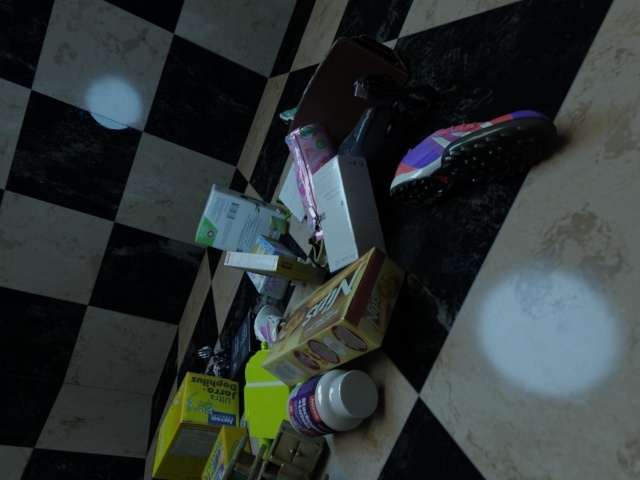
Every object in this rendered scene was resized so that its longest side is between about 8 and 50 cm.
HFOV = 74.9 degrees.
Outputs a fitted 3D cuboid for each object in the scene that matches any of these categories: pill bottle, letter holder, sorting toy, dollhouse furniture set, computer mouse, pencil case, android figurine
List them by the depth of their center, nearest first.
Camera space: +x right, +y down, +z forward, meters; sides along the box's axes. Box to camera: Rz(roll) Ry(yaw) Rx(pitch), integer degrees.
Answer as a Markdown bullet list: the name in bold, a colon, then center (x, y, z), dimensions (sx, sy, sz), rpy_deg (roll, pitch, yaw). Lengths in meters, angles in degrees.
- **dollhouse furniture set**: center (-0.076, 0.476, 0.767), dimensions (0.242, 0.212, 0.161), rpy_deg (-31, -36, -83)
- **pill bottle**: center (0.022, 0.305, 0.789), dimensions (0.193, 0.108, 0.108), rpy_deg (-44, 35, 49)
- **computer mouse**: center (0.123, -0.227, 0.925), dimensions (0.272, 0.188, 0.072), rpy_deg (121, 144, -51)
- **android figurine**: center (-0.107, 0.376, 0.996), dimensions (0.248, 0.056, 0.273), rpy_deg (-23, 67, 41)
- **pencil case**: center (-0.002, -0.143, 1.045), dimensions (0.124, 0.124, 0.284), rpy_deg (-22, 81, 62)
- **letter holder**: center (0.052, -0.382, 1.110), dimensions (0.302, 0.214, 0.152), rpy_deg (-55, 27, 35)
- **sorting toy**: center (-0.064, 0.096, 1.245), dimensions (0.075, 0.044, 0.083), rpy_deg (172, 114, -74)
- **dollhouse furniture set**: center (-0.138, -0.102, 1.523), dimensions (0.058, 0.076, 0.152), rpy_deg (-43, 35, 46)

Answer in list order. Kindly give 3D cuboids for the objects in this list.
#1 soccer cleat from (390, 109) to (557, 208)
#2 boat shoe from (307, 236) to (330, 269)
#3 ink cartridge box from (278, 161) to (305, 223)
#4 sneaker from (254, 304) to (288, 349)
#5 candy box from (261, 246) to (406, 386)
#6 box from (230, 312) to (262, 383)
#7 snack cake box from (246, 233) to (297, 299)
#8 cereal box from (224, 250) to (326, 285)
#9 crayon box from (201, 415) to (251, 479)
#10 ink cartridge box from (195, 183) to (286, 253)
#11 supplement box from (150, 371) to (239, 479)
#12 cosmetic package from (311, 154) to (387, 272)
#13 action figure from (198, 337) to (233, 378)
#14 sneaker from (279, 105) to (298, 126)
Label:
- **soccer cleat**: center (0.226, -0.148, 0.677), dimensions (0.318, 0.108, 0.117), rpy_deg (-24, 47, 64)
- **boat shoe**: center (0.000, 0.000, 1.123), dimensions (0.068, 0.072, 0.190), rpy_deg (-61, 24, 25)
- **ink cartridge box**: center (-0.046, -0.193, 1.400), dimensions (0.223, 0.045, 0.224), rpy_deg (-64, 35, 18)
- **sneaker**: center (-0.108, 0.255, 1.158), dimensions (0.111, 0.102, 0.252), rpy_deg (-61, 32, 20)
- **candy box**: center (0.018, 0.163, 0.838), dimensions (0.316, 0.087, 0.183), rpy_deg (-40, 14, 46)
- **box**: center (-0.216, 0.345, 1.332), dimensions (0.158, 0.093, 0.156), rpy_deg (-57, 26, 29)
- **snack cake box**: center (-0.175, 0.084, 1.446), dimensions (0.152, 0.089, 0.264), rpy_deg (-69, 22, 4)
- **cereal box**: center (-0.125, 0.075, 1.136), dimensions (0.240, 0.173, 0.048), rpy_deg (1, 75, 47)
- **crayon box**: center (-0.269, 0.693, 1.202), dimensions (0.203, 0.083, 0.323), rpy_deg (-67, 22, 11)
- **ink cartridge box**: center (-0.303, -0.062, 1.597), dimensions (0.211, 0.289, 0.121), rpy_deg (-66, 20, 13)
- **supplement box**: center (-0.439, 0.666, 1.471), dimensions (0.357, 0.194, 0.195), rpy_deg (-60, 25, 26)
- **cosmetic package**: center (0.059, -0.055, 0.914), dimensions (0.117, 0.085, 0.231), rpy_deg (-32, 65, 55)
- **action figure**: center (-0.413, 0.487, 1.627), dimensions (0.276, 0.140, 0.164), rpy_deg (-51, 41, 37)
- **sneaker**: center (-0.085, -0.508, 1.723), dimensions (0.110, 0.107, 0.275), rpy_deg (-51, 28, -1)
